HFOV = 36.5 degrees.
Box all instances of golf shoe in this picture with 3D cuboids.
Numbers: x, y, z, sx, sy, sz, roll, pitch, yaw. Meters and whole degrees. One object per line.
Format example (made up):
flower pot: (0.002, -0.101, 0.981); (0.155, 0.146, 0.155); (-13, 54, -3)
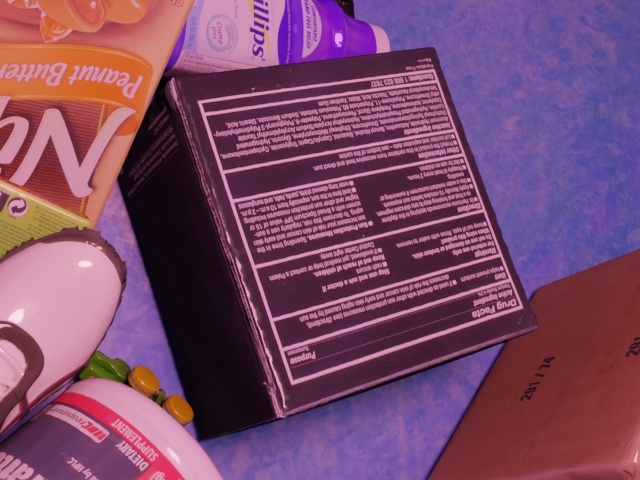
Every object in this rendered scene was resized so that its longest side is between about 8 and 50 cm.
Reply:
golf shoe: (-0.240, 0.105, 0.685); (0.273, 0.120, 0.105); (-44, 111, -5)

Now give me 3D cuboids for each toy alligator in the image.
toy alligator: (-0.171, 0.128, 0.849); (0.190, 0.056, 0.051); (43, 15, -10)

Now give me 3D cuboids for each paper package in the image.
paper package: (0.303, 0.171, 0.961); (0.168, 0.309, 0.325); (46, 55, -10)

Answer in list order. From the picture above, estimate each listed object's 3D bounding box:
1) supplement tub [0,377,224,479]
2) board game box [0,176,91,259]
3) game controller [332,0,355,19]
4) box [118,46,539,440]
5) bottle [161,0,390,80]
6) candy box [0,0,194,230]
supplement tub: (-0.207, 0.248, 0.696); (0.272, 0.191, 0.191); (-41, 96, -35)
board game box: (-0.289, 0.073, 0.740); (0.124, 0.039, 0.259); (26, 91, -21)
game controller: (-0.103, -0.272, 1.023); (0.319, 0.067, 0.166); (-6, 61, -38)
box: (0.000, 0.000, 0.915); (0.296, 0.183, 0.294); (-13, 79, -32)
bottle: (-0.059, -0.199, 0.933); (0.283, 0.092, 0.118); (4, 80, -37)
candy box: (-0.234, -0.125, 0.765); (0.183, 0.087, 0.316); (20, 106, -24)
